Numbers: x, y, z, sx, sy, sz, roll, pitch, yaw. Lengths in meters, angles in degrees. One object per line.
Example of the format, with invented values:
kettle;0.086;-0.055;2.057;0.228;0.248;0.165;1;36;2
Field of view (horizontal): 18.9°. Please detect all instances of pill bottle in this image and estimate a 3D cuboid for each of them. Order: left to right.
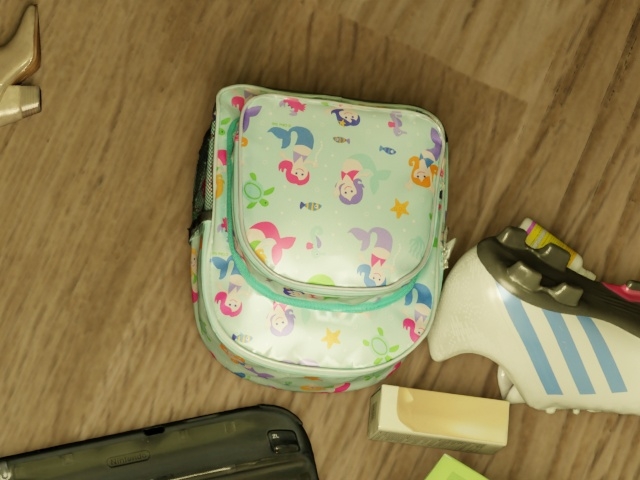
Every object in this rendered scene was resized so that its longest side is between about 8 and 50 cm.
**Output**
pill bottle;0.207;0.019;1.735;0.083;0.043;0.043;36;73;2

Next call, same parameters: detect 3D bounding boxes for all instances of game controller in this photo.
game controller;-0.152;0.244;1.618;0.319;0.067;0.166;-11;91;-11

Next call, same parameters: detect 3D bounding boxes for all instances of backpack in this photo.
backpack;0.000;0.000;1.642;0.225;0.191;0.254;8;79;-8

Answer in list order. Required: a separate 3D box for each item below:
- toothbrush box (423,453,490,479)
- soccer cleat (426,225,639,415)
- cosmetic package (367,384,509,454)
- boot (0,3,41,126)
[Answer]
toothbrush box;0.160;0.341;1.549;0.283;0.122;0.206;29;70;27
soccer cleat;0.243;0.103;1.697;0.331;0.143;0.116;26;30;-18
cosmetic package;0.102;0.157;1.674;0.115;0.060;0.041;8;74;-8
boot;-0.292;-0.154;1.708;0.087;0.042;0.118;-3;68;-2
